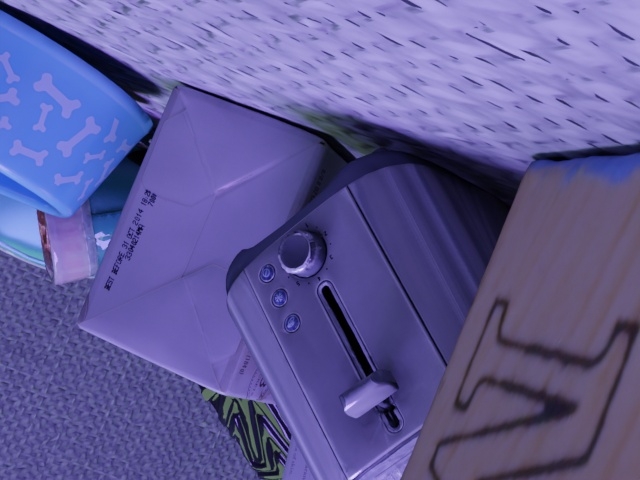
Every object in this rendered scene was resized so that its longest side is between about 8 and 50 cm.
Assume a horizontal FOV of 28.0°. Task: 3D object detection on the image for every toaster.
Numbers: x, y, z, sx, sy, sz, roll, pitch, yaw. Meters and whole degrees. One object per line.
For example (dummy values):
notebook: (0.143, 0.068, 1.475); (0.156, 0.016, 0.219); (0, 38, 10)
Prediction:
toaster: (0.067, 0.067, 0.607); (0.227, 0.129, 0.146); (28, -149, -51)

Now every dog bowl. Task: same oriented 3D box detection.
dog bowl: (-0.235, -0.093, 0.770); (0.297, 0.074, 0.166); (21, 169, 38)

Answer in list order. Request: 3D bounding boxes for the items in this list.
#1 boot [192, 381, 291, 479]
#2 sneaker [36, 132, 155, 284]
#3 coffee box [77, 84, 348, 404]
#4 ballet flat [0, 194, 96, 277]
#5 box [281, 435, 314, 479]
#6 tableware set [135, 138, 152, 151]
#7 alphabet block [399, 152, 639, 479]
boot: (-0.030, 0.047, 1.204); (0.131, 0.348, 0.260); (-14, -159, 28)
sneaker: (-0.157, -0.031, 0.985); (0.121, 0.108, 0.302); (-8, -167, -13)
coffee box: (-0.024, 0.020, 0.764); (0.098, 0.141, 0.246); (22, 177, 21)
ballet flat: (-0.335, -0.103, 1.152); (0.400, 0.139, 0.139); (29, 174, -20)
box: (0.075, 0.184, 1.069); (0.119, 0.182, 0.181); (-3, 157, 44)
tableware set: (-0.107, -0.075, 0.828); (0.154, 0.024, 0.104); (22, 173, 28)
alphabet block: (0.143, 0.097, 0.415); (0.192, 0.197, 0.193); (24, 176, -11)
